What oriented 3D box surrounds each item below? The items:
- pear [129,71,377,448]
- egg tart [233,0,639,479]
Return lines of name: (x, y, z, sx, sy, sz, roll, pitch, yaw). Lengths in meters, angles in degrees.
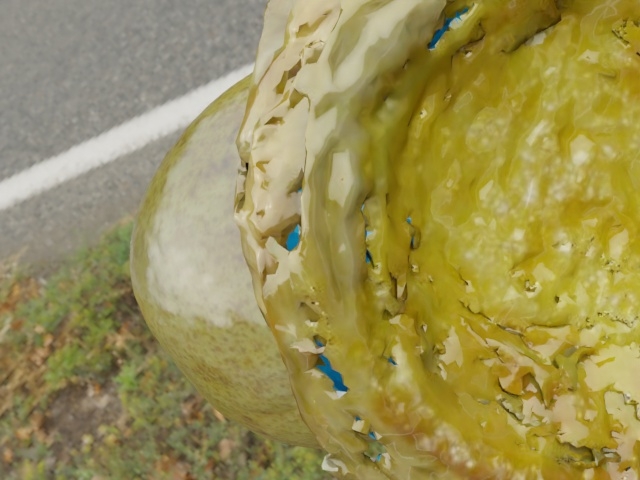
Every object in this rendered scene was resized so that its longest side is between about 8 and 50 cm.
pear: (0.000, 0.000, 0.584, 0.211, 0.188, 0.228, -9, 67, 25)
egg tart: (0.097, -0.021, 0.415, 0.291, 0.291, 0.107, -44, 18, -5)
